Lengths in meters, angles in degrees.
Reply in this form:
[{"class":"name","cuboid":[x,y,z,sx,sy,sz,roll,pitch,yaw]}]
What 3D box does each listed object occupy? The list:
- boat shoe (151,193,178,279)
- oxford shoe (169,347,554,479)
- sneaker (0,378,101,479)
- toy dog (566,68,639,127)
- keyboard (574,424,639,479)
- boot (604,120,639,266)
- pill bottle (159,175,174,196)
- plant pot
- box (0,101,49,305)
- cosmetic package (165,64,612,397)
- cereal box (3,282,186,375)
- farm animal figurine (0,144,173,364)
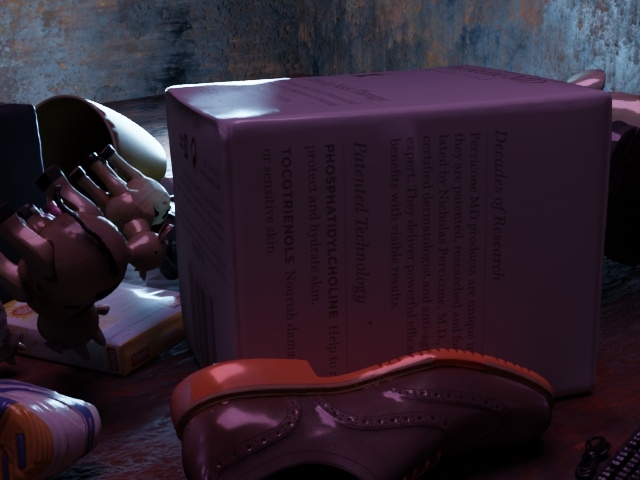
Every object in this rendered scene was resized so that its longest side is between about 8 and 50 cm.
[{"class":"boat shoe","cuboid":[-0.195,0.010,1.442,0.113,0.127,0.340,-36,32,-7]},{"class":"oxford shoe","cuboid":[0.054,0.184,0.852,0.363,0.130,0.133,-1,48,-19]},{"class":"sneaker","cuboid":[-0.349,0.182,0.930,0.296,0.112,0.131,7,1,25]},{"class":"toy dog","cuboid":[0.480,-0.173,1.657,0.408,0.285,0.395,9,20,41]},{"class":"keyboard","cuboid":[0.279,0.201,0.861,0.108,0.023,0.180,9,19,36]},{"class":"boot","cuboid":[0.236,-0.109,1.392,0.445,0.146,0.367,22,-11,28]},{"class":"pill bottle","cuboid":[-0.179,-0.091,1.759,0.215,0.117,0.117,-13,19,-33]},{"class":"plant pot","cuboid":[-0.416,-0.149,1.867,0.237,0.237,0.254,4,4,23]},{"class":"box","cuboid":[-0.710,-0.027,1.331,0.479,0.297,0.471,9,18,34]},{"class":"cosmetic package","cuboid":[0.056,-0.009,1.073,0.393,0.327,0.329,-7,16,-17]},{"class":"cereal box","cuboid":[-0.288,0.103,1.238,0.240,0.047,0.173,8,20,29]},{"class":"farm animal figurine","cuboid":[-0.276,0.033,1.076,0.330,0.172,0.327,-46,6,-19]}]
